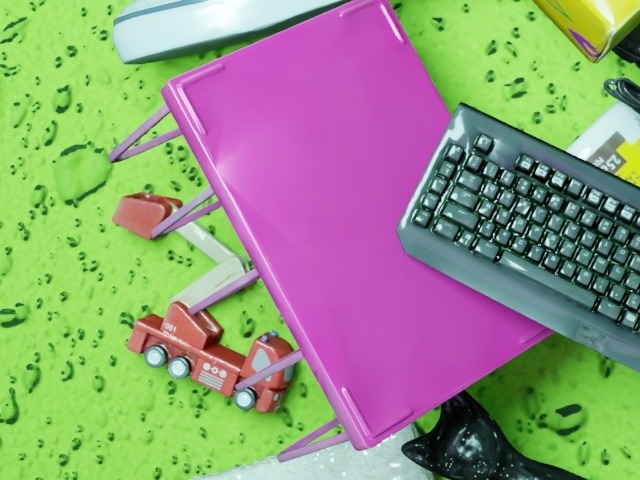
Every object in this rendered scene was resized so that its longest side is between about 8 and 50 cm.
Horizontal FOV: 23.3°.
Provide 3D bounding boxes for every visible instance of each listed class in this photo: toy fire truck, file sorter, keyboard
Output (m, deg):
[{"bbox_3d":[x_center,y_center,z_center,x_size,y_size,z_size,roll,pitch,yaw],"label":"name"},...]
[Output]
[{"bbox_3d":[-0.100,0.051,1.329,0.192,0.047,0.135,24,102,11],"label":"toy fire truck"},{"bbox_3d":[0.000,0.000,1.197,0.290,0.202,0.182,61,149,1],"label":"file sorter"},{"bbox_3d":[0.234,-0.015,1.108,0.317,0.033,0.201,26,83,3],"label":"keyboard"}]

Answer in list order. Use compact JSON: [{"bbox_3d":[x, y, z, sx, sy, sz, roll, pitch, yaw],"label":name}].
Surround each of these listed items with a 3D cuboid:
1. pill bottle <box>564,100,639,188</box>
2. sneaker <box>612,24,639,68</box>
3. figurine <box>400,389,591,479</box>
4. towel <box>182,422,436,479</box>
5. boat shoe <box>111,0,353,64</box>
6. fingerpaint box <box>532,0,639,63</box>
[{"bbox_3d":[0.269,0.002,1.181,0.215,0.117,0.117,45,107,6],"label":"pill bottle"},{"bbox_3d":[0.346,-0.145,1.151,0.286,0.109,0.130,29,94,6],"label":"sneaker"},{"bbox_3d":[0.121,0.247,1.232,0.209,0.092,0.215,36,97,-9],"label":"figurine"},{"bbox_3d":[-0.020,0.273,1.337,0.282,0.049,0.187,-18,93,17],"label":"towel"},{"bbox_3d":[-0.009,-0.257,1.216,0.367,0.136,0.156,-18,92,14],"label":"boat shoe"},{"bbox_3d":[0.232,-0.410,1.062,0.445,0.163,0.371,-42,85,3],"label":"fingerpaint box"}]
